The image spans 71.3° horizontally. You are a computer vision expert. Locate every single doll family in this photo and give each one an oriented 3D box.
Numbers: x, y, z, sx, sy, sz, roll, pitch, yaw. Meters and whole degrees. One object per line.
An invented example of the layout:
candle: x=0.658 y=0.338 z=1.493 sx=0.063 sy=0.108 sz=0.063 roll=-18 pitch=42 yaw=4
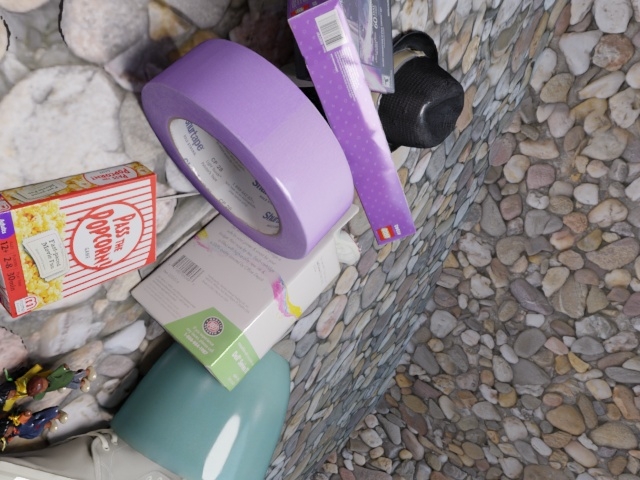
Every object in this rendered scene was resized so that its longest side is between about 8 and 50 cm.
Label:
doll family: x=-0.411 y=0.230 z=0.612 sx=0.193 sy=0.076 sz=0.111 roll=-56 pitch=159 yaw=4

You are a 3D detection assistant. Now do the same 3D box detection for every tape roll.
tape roll: x=-0.092 y=-0.102 z=0.563 sx=0.090 sy=0.274 sz=0.275 roll=-47 pitch=152 yaw=-21

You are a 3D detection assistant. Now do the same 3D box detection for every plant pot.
plant pot: x=-0.192 y=0.293 z=0.837 sx=0.235 sy=0.292 sz=0.293 roll=-62 pitch=156 yaw=-20

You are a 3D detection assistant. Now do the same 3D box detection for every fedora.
fedora: x=0.231 y=-0.306 z=1.031 sx=0.334 sy=0.152 sz=0.334 roll=-40 pitch=149 yaw=-30

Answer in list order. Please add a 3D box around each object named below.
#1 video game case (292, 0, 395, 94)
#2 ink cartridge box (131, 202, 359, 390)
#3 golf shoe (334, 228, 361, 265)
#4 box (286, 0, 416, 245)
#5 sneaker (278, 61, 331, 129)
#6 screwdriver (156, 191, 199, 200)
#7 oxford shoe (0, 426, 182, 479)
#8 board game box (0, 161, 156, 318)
video game case: x=0.046 y=-0.348 z=0.719 sx=0.274 sy=0.026 sz=0.196 roll=-18 pitch=107 yaw=-53
ink cartridge box: x=-0.109 y=0.046 z=0.771 sx=0.353 sy=0.207 sz=0.119 roll=-45 pitch=150 yaw=-22
golf shoe: x=0.000 y=0.000 z=1.043 sx=0.140 sy=0.115 sz=0.306 roll=-44 pitch=146 yaw=-3
box: x=0.039 y=-0.165 z=0.573 sx=0.057 sy=0.201 sz=0.293 roll=-20 pitch=124 yaw=10
sneaker: x=0.001 y=-0.244 z=0.787 sx=0.216 sy=0.079 sz=0.121 roll=-28 pitch=141 yaw=-46
screwdriver: x=-0.195 y=-0.076 z=0.704 sx=0.025 sy=0.024 sz=0.169 roll=-39 pitch=165 yaw=37
oxford shoe: x=-0.388 y=0.384 z=0.766 sx=0.449 sy=0.169 sz=0.130 roll=53 pitch=37 yaw=-55
board game box: x=-0.304 y=-0.008 z=0.563 sx=0.193 sy=0.045 sz=0.147 roll=-28 pitch=142 yaw=-45
